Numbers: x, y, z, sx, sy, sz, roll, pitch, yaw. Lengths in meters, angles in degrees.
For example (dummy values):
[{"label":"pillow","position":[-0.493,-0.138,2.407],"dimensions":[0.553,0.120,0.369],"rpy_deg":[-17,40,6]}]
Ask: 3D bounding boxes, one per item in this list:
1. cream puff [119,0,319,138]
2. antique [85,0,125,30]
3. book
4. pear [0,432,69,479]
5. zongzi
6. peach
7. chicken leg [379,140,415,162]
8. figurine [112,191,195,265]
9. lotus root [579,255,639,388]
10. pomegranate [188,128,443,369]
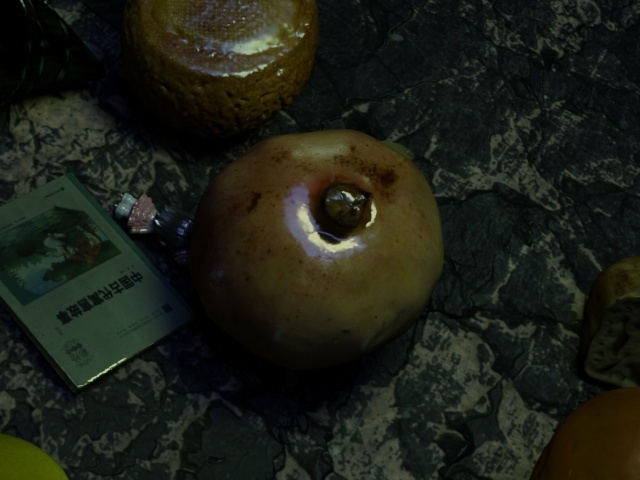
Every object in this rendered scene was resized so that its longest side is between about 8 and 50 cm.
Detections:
[{"label":"cream puff","position":[-0.151,-0.281,2.087],"dimensions":[0.303,0.212,0.303],"rpy_deg":[5,61,-9]},{"label":"antique","position":[-0.265,-0.408,2.206],"dimensions":[0.086,0.088,0.183],"rpy_deg":[38,52,5]},{"label":"book","position":[-0.326,0.049,1.899],"dimensions":[0.282,0.025,0.215],"rpy_deg":[45,52,15]},{"label":"pear","position":[-0.442,0.323,1.550],"dimensions":[0.386,0.191,0.340],"rpy_deg":[-20,68,-30]},{"label":"zongzi","position":[-0.527,-0.227,1.932],"dimensions":[0.319,0.362,0.383],"rpy_deg":[34,13,6]},{"label":"peach","position":[0.427,0.347,1.806],"dimensions":[0.343,0.342,0.301],"rpy_deg":[32,28,2]},{"label":"chicken leg","position":[0.050,-0.107,2.134],"dimensions":[0.198,0.069,0.085],"rpy_deg":[-5,57,-17]},{"label":"figurine","position":[-0.222,-0.021,1.971],"dimensions":[0.129,0.054,0.072],"rpy_deg":[27,55,1]},{"label":"lotus root","position":[0.482,0.108,2.085],"dimensions":[0.199,0.188,0.180],"rpy_deg":[21,38,-4]},{"label":"pomegranate","position":[0.000,0.000,1.873],"dimensions":[0.338,0.338,0.338],"rpy_deg":[11,53,-15]}]
